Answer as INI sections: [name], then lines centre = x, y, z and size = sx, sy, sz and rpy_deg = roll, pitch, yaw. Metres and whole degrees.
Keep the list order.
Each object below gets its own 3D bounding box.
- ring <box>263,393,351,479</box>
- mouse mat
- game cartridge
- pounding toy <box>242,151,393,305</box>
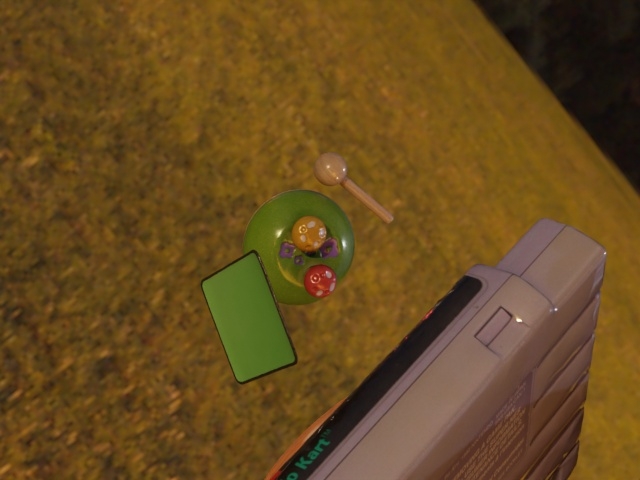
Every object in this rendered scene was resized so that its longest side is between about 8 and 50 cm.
[ring]
centre = 0.087, 0.223, 1.166
size = 0.336, 0.336, 0.032
rpy_deg = 34, 15, -48
[mouse mat]
centre = -0.094, 0.102, 1.664
size = 0.007, 0.189, 0.153
rpy_deg = -18, 85, -30
[game cartridge]
centre = 0.035, 0.167, 0.704
size = 0.068, 0.355, 0.230
rpy_deg = 26, -37, 31
[pounding toy]
centre = 0.000, 0.000, 1.980
size = 0.183, 0.237, 0.110
rpy_deg = 45, -6, -22
